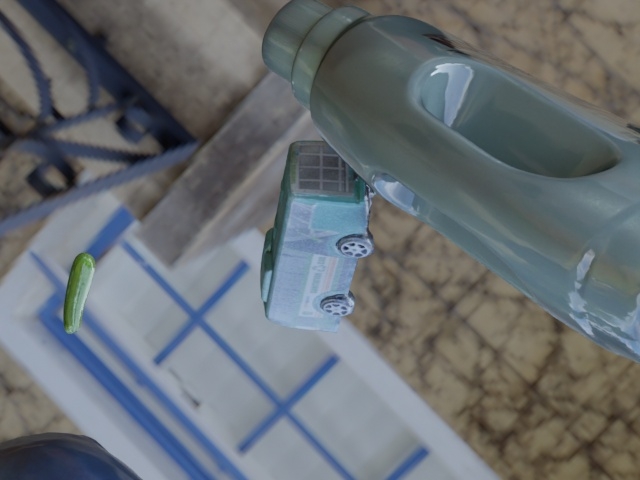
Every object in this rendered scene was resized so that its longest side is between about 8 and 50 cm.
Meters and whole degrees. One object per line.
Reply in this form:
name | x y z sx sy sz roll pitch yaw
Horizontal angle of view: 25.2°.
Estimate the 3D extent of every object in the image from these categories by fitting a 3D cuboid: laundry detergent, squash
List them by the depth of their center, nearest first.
laundry detergent | 0.110 -0.061 0.968 0.264 0.398 0.124 -2 121 -55
squash | -0.261 0.056 1.538 0.027 0.027 0.089 73 30 -82

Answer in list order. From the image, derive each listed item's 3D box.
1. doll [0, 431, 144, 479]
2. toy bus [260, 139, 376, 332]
doll | -0.110 0.222 0.760 0.154 0.258 0.228 -43 176 -15
toy bus | 0.000 0.000 1.442 0.261 0.109 0.091 104 -10 -56
